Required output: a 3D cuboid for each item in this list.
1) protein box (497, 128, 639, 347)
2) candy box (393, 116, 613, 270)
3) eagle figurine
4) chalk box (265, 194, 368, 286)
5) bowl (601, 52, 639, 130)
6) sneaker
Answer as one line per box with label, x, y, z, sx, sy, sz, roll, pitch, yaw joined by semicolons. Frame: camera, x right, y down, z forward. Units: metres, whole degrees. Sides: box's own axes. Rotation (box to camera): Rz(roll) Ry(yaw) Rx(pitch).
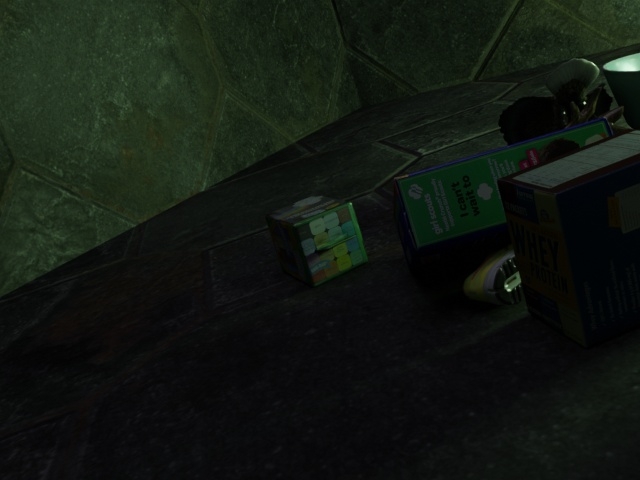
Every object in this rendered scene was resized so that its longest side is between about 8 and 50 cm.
protein box;0.362;-0.010;0.843;0.201;0.200;0.136;-20;16;-8
candy box;0.279;-0.061;1.072;0.317;0.122;0.268;-18;-10;2
eagle figurine;0.531;-0.254;1.458;0.225;0.226;0.298;-51;5;15
chalk box;0.000;0.000;1.320;0.132;0.132;0.213;-22;18;-19
bowl;0.786;-0.325;1.460;0.311;0.163;0.311;-12;18;4
sneaker;0.289;0.034;1.002;0.208;0.082;0.094;-23;4;-36
